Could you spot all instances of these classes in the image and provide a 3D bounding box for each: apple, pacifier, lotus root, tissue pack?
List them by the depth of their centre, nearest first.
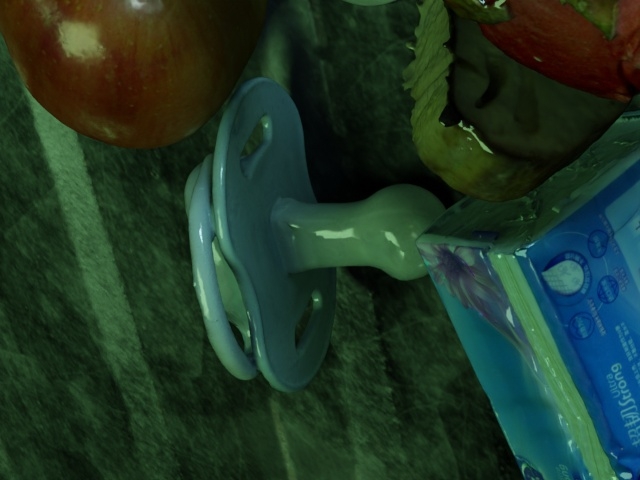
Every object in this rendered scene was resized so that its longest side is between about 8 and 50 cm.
[{"bbox_3d":[0.141,-0.144,1.289,0.170,0.261,0.074,18,147,-7],"label":"lotus root"},{"bbox_3d":[0.217,0.063,1.373,0.146,0.198,0.263,2,123,53],"label":"tissue pack"},{"bbox_3d":[-0.165,-0.198,1.549,0.242,0.242,0.241,45,157,10],"label":"apple"},{"bbox_3d":[0.000,0.000,1.603,0.225,0.238,0.287,-6,119,20],"label":"pacifier"}]

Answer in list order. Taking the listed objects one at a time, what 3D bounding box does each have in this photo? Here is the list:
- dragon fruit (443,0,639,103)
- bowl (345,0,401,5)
[{"bbox_3d":[0.175,-0.230,1.076,0.277,0.277,0.343,30,138,29],"label":"dragon fruit"},{"bbox_3d":[-0.054,-0.315,1.279,0.345,0.157,0.346,38,136,50],"label":"bowl"}]
